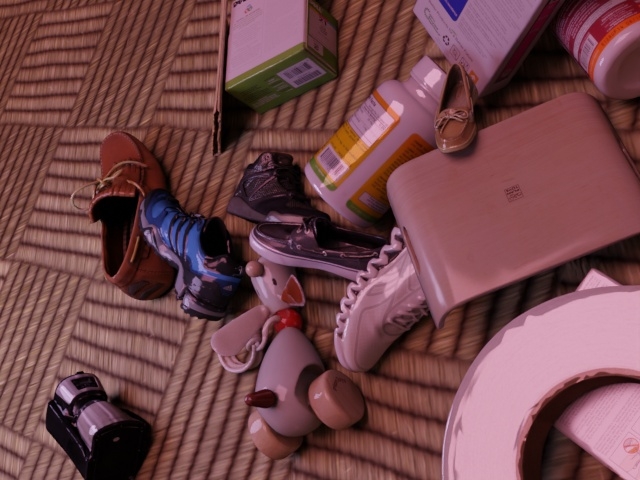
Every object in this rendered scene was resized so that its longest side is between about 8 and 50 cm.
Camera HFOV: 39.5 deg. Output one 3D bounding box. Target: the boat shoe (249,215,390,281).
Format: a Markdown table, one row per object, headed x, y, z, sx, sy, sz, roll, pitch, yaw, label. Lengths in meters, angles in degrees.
| x | y | z | sx | sy | sz | roll | pitch | yaw | label |
| --- | --- | --- | --- | --- | --- | --- | --- | --- | --- |
| 0.000 | 0.000 | 1.308 | 0.229 | 0.076 | 0.080 | 18 | 39 | 22 | boat shoe |

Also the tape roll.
| x | y | z | sx | sy | sz | roll | pitch | yaw | label |
| --- | --- | --- | --- | --- | --- | --- | --- | --- | --- |
| 0.316 | 0.240 | 0.929 | 0.392 | 0.072 | 0.391 | -10 | 71 | 30 | tape roll |

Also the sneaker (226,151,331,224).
| x | y | z | sx | sy | sz | roll | pitch | yaw | label |
| --- | --- | --- | --- | --- | --- | --- | --- | --- | --- |
| -0.059 | -0.080 | 1.451 | 0.228 | 0.087 | 0.130 | 18 | 89 | 50 | sneaker |

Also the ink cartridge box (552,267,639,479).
| x | y | z | sx | sy | sz | roll | pitch | yaw | label |
| --- | --- | --- | --- | --- | --- | --- | --- | --- | --- |
| 0.352 | 0.165 | 1.006 | 0.225 | 0.056 | 0.181 | 37 | 96 | 33 | ink cartridge box |

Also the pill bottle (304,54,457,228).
| x | y | z | sx | sy | sz | roll | pitch | yaw | label |
| --- | --- | --- | --- | --- | --- | --- | --- | --- | --- |
| 0.105 | -0.147 | 1.304 | 0.245 | 0.136 | 0.136 | -46 | 47 | 15 | pill bottle |

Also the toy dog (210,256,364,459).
| x | y | z | sx | sy | sz | roll | pitch | yaw | label |
| --- | --- | --- | --- | --- | --- | --- | --- | --- | --- |
| -0.075 | 0.157 | 1.297 | 0.220 | 0.161 | 0.333 | -51 | 46 | 10 | toy dog |

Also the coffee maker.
| x | y | z | sx | sy | sz | roll | pitch | yaw | label |
| --- | --- | --- | --- | --- | --- | --- | --- | --- | --- |
| -0.395 | 0.338 | 1.521 | 0.178 | 0.120 | 0.171 | 31 | 92 | 46 | coffee maker |

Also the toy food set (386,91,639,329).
| x | y | z | sx | sy | sz | roll | pitch | yaw | label |
| --- | --- | --- | --- | --- | --- | --- | --- | --- | --- |
| 0.252 | -0.036 | 1.122 | 0.306 | 0.092 | 0.219 | -23 | 57 | 11 | toy food set |

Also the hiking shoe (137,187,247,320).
| x | y | z | sx | sy | sz | roll | pitch | yaw | label |
| --- | --- | --- | --- | --- | --- | --- | --- | --- | --- |
| -0.210 | -0.002 | 1.527 | 0.132 | 0.113 | 0.304 | -51 | 52 | 20 | hiking shoe |

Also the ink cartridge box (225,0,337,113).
| x | y | z | sx | sy | sz | roll | pitch | yaw | label |
| --- | --- | --- | --- | --- | --- | --- | --- | --- | --- |
| -0.068 | -0.386 | 1.605 | 0.189 | 0.097 | 0.255 | -20 | 56 | 34 | ink cartridge box |

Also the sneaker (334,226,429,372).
| x | y | z | sx | sy | sz | roll | pitch | yaw | label |
| --- | --- | --- | --- | --- | --- | --- | --- | --- | --- |
| 0.123 | 0.062 | 1.217 | 0.118 | 0.110 | 0.292 | 33 | 93 | 36 | sneaker |

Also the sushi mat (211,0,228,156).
| x | y | z | sx | sy | sz | roll | pitch | yaw | label |
| --- | --- | --- | --- | --- | --- | --- | --- | --- | --- |
| -0.187 | -0.331 | 1.675 | 0.151 | 0.019 | 0.316 | 105 | 167 | -63 | sushi mat |

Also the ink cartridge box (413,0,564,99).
| x | y | z | sx | sy | sz | roll | pitch | yaw | label |
| --- | --- | --- | --- | --- | --- | --- | --- | --- | --- |
| 0.237 | -0.354 | 1.145 | 0.069 | 0.371 | 0.175 | -26 | 74 | -20 | ink cartridge box |

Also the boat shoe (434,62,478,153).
| x | y | z | sx | sy | sz | roll | pitch | yaw | label |
| --- | --- | --- | --- | --- | --- | --- | --- | --- | --- |
| 0.175 | -0.172 | 1.160 | 0.056 | 0.048 | 0.153 | -8 | 40 | 28 | boat shoe |

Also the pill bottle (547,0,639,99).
| x | y | z | sx | sy | sz | roll | pitch | yaw | label |
| --- | --- | --- | --- | --- | --- | --- | --- | --- | --- |
| 0.363 | -0.294 | 1.159 | 0.121 | 0.121 | 0.221 | -40 | 49 | 20 | pill bottle |

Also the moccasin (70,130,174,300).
| x | y | z | sx | sy | sz | roll | pitch | yaw | label |
| --- | --- | --- | --- | --- | --- | --- | --- | --- | --- |
| -0.376 | -0.062 | 1.680 | 0.139 | 0.147 | 0.379 | -30 | 52 | 28 | moccasin |
